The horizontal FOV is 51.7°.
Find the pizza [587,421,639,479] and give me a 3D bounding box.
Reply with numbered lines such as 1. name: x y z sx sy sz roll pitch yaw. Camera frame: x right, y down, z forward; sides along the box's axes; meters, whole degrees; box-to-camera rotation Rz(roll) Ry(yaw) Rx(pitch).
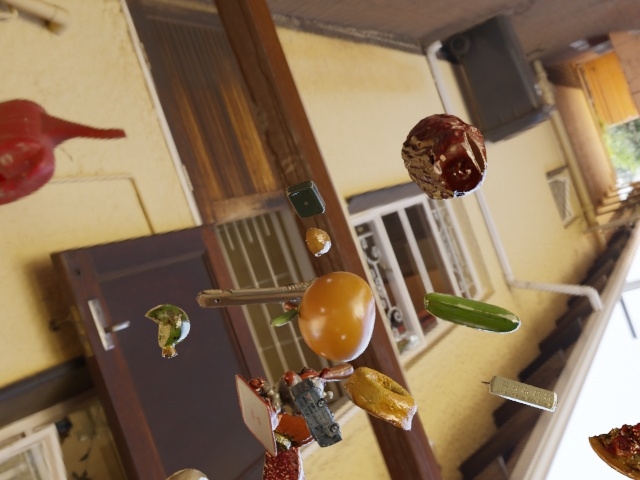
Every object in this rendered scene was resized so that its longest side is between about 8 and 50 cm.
1. pizza: 0.795 0.508 1.673 0.201 0.053 0.193 19 -129 43

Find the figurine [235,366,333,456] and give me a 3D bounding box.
1. figurine: -0.071 0.391 1.675 0.226 0.184 0.160 -24 -143 -28

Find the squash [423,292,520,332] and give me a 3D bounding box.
1. squash: 0.431 0.210 1.908 0.292 0.082 0.082 14 178 -4

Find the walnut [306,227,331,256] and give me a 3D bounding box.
1. walnut: 0.000 0.000 2.082 0.052 0.091 0.121 -15 168 20

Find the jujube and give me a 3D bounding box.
1. jujube: 0.313 -0.205 1.630 0.216 0.216 0.342 -20 -168 6

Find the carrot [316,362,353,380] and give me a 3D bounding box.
1. carrot: 0.027 0.391 1.928 0.048 0.048 0.216 -20 167 34

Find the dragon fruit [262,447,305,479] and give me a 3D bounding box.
1. dragon fruit: -0.107 0.768 2.205 0.134 0.262 0.211 4 166 12

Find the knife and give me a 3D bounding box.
1. knife: -0.146 0.137 1.746 0.365 0.089 0.043 -3 -142 -18

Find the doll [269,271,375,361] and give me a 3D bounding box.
1. doll: 0.013 0.172 1.580 0.235 0.214 0.213 10 -176 7

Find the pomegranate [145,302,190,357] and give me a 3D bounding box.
1. pomegranate: -0.475 0.280 2.108 0.122 0.169 0.143 -24 174 -35

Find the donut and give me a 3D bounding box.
1. donut: 0.188 0.498 2.072 0.118 0.253 0.253 -59 175 7

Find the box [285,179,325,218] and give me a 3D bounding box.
1. box: -0.044 -0.120 1.978 0.091 0.126 0.031 -16 -134 12

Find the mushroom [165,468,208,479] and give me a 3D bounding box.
1. mushroom: -0.303 0.650 1.558 0.209 0.207 0.206 -7 -171 42

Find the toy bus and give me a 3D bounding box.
1. toy bus: -0.007 0.368 1.403 0.065 0.166 0.047 -27 -153 -4

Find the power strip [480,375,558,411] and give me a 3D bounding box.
1. power strip: 0.655 0.500 2.177 0.252 0.060 0.027 14 157 13

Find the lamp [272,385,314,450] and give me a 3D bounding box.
1. lamp: -0.100 0.538 2.025 0.223 0.223 0.197 -20 -142 44
